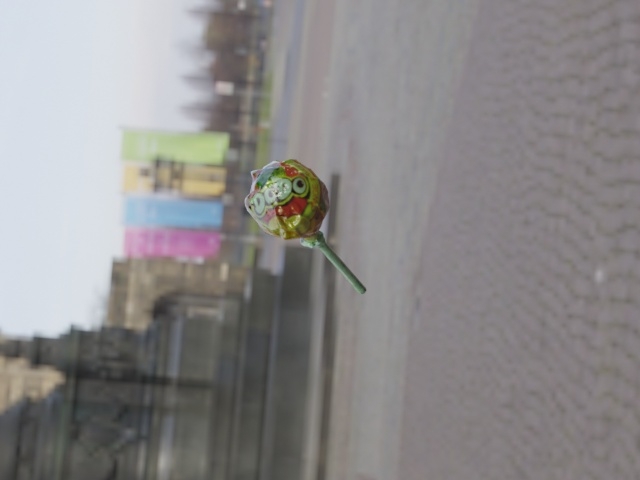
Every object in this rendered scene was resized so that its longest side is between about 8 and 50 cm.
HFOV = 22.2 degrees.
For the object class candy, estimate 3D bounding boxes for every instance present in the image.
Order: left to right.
[{"bbox_3d":[0.000,0.000,1.228,0.201,0.061,0.060,51,-142,-59],"label":"candy"}]
